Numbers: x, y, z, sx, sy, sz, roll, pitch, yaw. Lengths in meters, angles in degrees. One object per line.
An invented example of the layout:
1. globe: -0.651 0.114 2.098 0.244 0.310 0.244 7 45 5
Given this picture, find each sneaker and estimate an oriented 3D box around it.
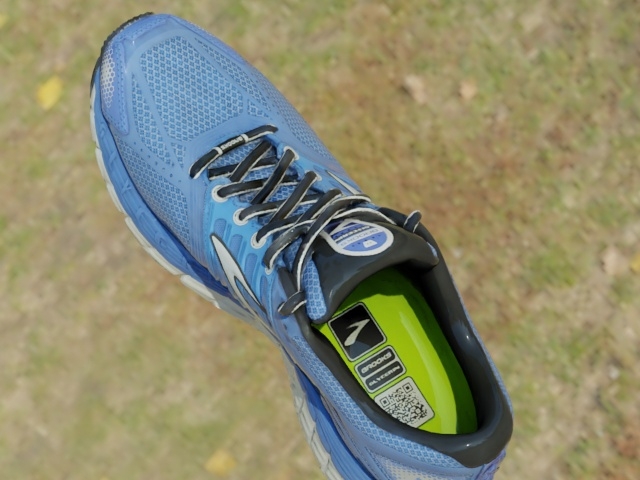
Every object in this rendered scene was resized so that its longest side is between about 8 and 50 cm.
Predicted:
1. sneaker: 0.000 0.000 0.971 0.129 0.330 0.147 -36 -7 -24
